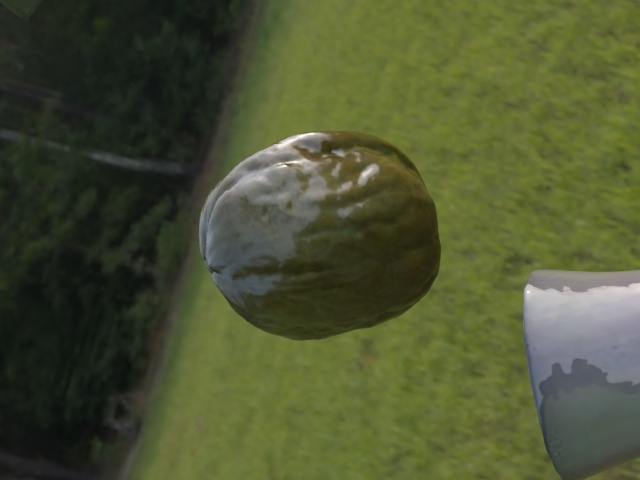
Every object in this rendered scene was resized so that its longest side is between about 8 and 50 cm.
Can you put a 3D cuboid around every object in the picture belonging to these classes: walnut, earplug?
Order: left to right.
[{"bbox_3d":[0.000,0.000,1.542,0.227,0.283,0.283,-129,51,-58],"label":"walnut"},{"bbox_3d":[0.321,0.078,1.020,0.172,0.301,0.172,-12,-90,-70],"label":"earplug"}]

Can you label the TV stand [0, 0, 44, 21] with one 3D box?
[{"bbox_3d":[-0.273,-0.276,1.041,0.083,0.088,0.269,-46,46,6],"label":"TV stand"}]
